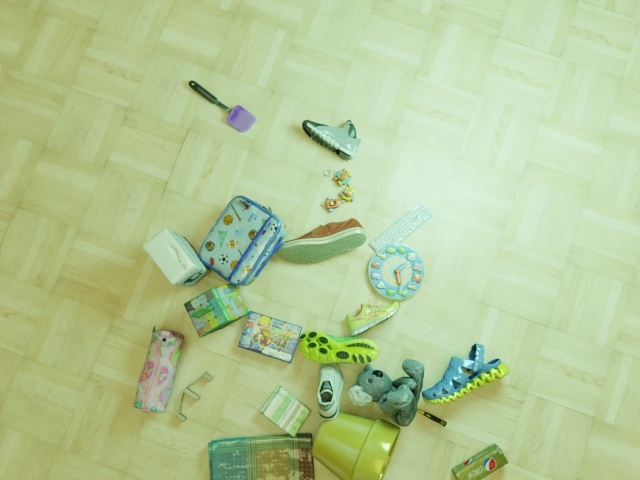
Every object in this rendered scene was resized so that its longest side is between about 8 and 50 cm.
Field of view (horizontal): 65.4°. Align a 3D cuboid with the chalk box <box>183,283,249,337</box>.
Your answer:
[{"bbox_3d":[-0.363,0.239,1.708,0.132,0.213,0.132,-29,85,16],"label":"chalk box"}]

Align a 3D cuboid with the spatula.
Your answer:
[{"bbox_3d":[-0.384,-0.521,1.904,0.296,0.030,0.084,36,87,4],"label":"spatula"}]

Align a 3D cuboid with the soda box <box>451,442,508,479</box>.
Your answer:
[{"bbox_3d":[0.549,0.779,1.721,0.181,0.058,0.061,-30,84,-2],"label":"soda box"}]

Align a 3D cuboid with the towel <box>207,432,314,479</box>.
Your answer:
[{"bbox_3d":[-0.205,0.822,1.736,0.370,0.040,0.271,-4,84,0],"label":"towel"}]

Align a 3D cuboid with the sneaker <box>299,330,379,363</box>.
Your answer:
[{"bbox_3d":[0.063,0.386,1.750,0.295,0.123,0.109,5,75,20],"label":"sneaker"}]

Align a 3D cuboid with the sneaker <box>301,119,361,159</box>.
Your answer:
[{"bbox_3d":[0.051,-0.412,1.867,0.229,0.086,0.132,34,80,-6],"label":"sneaker"}]

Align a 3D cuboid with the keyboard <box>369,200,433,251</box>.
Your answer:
[{"bbox_3d":[0.302,-0.042,1.846,0.256,0.014,0.072,-39,84,-3],"label":"keyboard"}]

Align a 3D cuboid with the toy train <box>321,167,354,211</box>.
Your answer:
[{"bbox_3d":[0.064,-0.192,1.850,0.125,0.046,0.166,-3,83,0],"label":"toy train"}]

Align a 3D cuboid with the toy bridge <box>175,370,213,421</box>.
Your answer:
[{"bbox_3d":[-0.459,0.548,1.778,0.063,0.026,0.188,32,84,5],"label":"toy bridge"}]

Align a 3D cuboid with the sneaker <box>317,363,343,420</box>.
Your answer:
[{"bbox_3d":[0.029,0.485,1.696,0.090,0.095,0.235,-10,40,7],"label":"sneaker"}]

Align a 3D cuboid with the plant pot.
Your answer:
[{"bbox_3d":[0.111,0.690,1.657,0.239,0.254,0.254,21,84,19],"label":"plant pot"}]

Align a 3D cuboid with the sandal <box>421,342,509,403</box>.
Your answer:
[{"bbox_3d":[0.487,0.465,1.736,0.317,0.126,0.138,-24,80,-10],"label":"sandal"}]

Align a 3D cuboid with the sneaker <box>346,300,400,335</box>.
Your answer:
[{"bbox_3d":[0.184,0.259,1.779,0.208,0.081,0.094,-26,76,-4],"label":"sneaker"}]

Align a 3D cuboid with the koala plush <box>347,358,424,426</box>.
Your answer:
[{"bbox_3d":[0.217,0.507,1.682,0.221,0.203,0.196,13,38,23],"label":"koala plush"}]

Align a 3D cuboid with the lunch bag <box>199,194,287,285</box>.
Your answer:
[{"bbox_3d":[-0.267,0.000,1.774,0.243,0.115,0.303,35,92,19],"label":"lunch bag"}]

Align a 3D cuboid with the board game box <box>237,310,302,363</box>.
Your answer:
[{"bbox_3d":[-0.181,0.348,1.794,0.201,0.035,0.136,18,83,3],"label":"board game box"}]

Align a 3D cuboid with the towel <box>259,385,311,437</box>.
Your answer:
[{"bbox_3d":[-0.123,0.605,1.762,0.152,0.023,0.113,37,74,3],"label":"towel"}]

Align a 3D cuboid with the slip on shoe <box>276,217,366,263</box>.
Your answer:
[{"bbox_3d":[0.000,0.000,1.808,0.331,0.123,0.101,-16,47,5],"label":"slip on shoe"}]

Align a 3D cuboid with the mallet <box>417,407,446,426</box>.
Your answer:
[{"bbox_3d":[0.361,0.598,1.760,0.190,0.039,0.062,20,81,-2],"label":"mallet"}]

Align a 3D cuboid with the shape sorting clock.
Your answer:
[{"bbox_3d":[0.277,0.111,1.809,0.206,0.040,0.206,0,85,-3],"label":"shape sorting clock"}]

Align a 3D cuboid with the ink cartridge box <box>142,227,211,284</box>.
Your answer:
[{"bbox_3d":[-0.492,0.064,1.731,0.100,0.237,0.172,-39,84,-4],"label":"ink cartridge box"}]

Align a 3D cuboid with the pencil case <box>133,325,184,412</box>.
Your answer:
[{"bbox_3d":[-0.565,0.452,1.745,0.124,0.124,0.284,14,84,2],"label":"pencil case"}]
